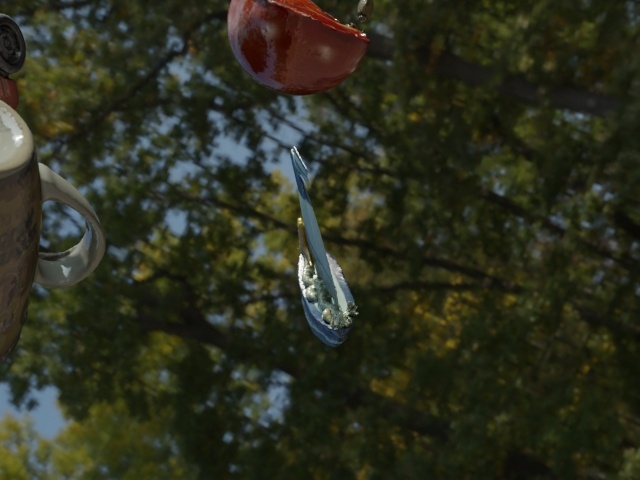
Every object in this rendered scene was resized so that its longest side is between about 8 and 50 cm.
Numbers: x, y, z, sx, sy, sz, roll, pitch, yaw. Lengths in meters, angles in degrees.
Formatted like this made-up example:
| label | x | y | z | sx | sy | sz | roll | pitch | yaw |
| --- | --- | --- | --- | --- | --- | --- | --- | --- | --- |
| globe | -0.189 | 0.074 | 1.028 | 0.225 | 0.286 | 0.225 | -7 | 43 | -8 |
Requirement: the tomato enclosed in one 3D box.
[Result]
| label | x | y | z | sx | sy | sz | roll | pitch | yaw |
| --- | --- | --- | --- | --- | --- | --- | --- | --- | --- |
| tomato | -0.030 | -0.194 | 1.137 | 0.139 | 0.159 | 0.091 | 18 | -70 | -25 |

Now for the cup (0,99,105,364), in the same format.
| label | x | y | z | sx | sy | sz | roll | pitch | yaw |
| --- | --- | --- | --- | --- | --- | --- | --- | --- | --- |
| cup | -0.349 | -0.014 | 1.168 | 0.301 | 0.227 | 0.257 | -1 | -42 | -37 |

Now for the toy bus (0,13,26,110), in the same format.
| label | x | y | z | sx | sy | sz | roll | pitch | yaw |
| --- | --- | --- | --- | --- | --- | --- | --- | --- | --- |
| toy bus | -0.503 | -0.314 | 1.272 | 0.233 | 0.203 | 0.427 | -41 | -60 | -64 |

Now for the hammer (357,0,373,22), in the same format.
| label | x | y | z | sx | sy | sz | roll | pitch | yaw |
| --- | --- | --- | --- | --- | --- | --- | --- | --- | --- |
| hammer | 0.051 | -0.225 | 0.985 | 0.123 | 0.014 | 0.029 | 126 | 158 | -70 |

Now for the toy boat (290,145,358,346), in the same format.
| label | x | y | z | sx | sy | sz | roll | pitch | yaw |
| --- | --- | --- | --- | --- | --- | --- | --- | --- | --- |
| toy boat | 0.000 | 0.000 | 1.546 | 0.067 | 0.220 | 0.291 | -12 | -55 | -8 |
